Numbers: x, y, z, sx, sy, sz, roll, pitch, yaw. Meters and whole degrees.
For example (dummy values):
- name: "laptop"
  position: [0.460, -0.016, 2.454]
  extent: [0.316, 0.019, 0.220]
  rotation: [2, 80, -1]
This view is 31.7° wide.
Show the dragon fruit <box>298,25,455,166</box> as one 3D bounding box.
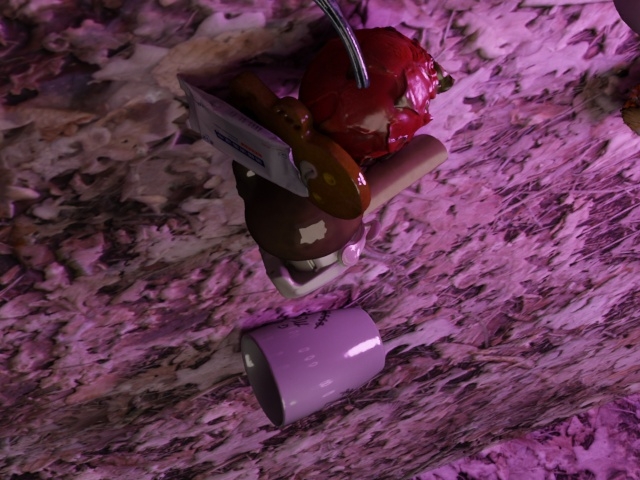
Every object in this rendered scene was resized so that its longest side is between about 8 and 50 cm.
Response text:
- name: "dragon fruit"
  position: [0.060, -0.185, 1.438]
  extent: [0.210, 0.172, 0.172]
  rotation: [-34, 152, 5]

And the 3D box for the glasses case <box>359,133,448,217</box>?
- name: "glasses case"
  position: [0.088, -0.113, 1.705]
  extent: [0.193, 0.102, 0.070]
  rotation: [-34, 115, 4]

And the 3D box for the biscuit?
- name: "biscuit"
  position: [-0.032, -0.115, 1.440]
  extent: [0.039, 0.236, 0.180]
  rotation: [-47, 172, -24]

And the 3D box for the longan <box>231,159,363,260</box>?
- name: "longan"
  position: [-0.034, -0.065, 1.588]
  extent: [0.204, 0.184, 0.159]
  rotation: [32, 161, -20]

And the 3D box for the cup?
- name: "cup"
  position: [-0.023, 0.227, 2.164]
  extent: [0.234, 0.186, 0.258]
  rotation: [-20, -176, -21]

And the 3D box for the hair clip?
- name: "hair clip"
  position: [0.000, -0.262, 1.285]
  extent: [0.070, 0.039, 0.229]
  rotation: [-32, 120, 18]

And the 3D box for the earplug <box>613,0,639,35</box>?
- name: "earplug"
  position: [0.496, -0.397, 1.394]
  extent: [0.172, 0.172, 0.301]
  rotation: [-11, 146, -20]

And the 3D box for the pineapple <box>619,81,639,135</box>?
- name: "pineapple"
  position: [0.573, -0.238, 1.791]
  extent: [0.162, 0.136, 0.176]
  rotation: [14, 168, 38]

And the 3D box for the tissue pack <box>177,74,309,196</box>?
- name: "tissue pack"
  position: [-0.098, -0.129, 1.430]
  extent: [0.026, 0.193, 0.122]
  rotation: [-50, 161, -19]

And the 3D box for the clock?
- name: "clock"
  position: [0.000, 0.000, 1.768]
  extent: [0.191, 0.151, 0.062]
  rotation: [-30, 122, 4]
